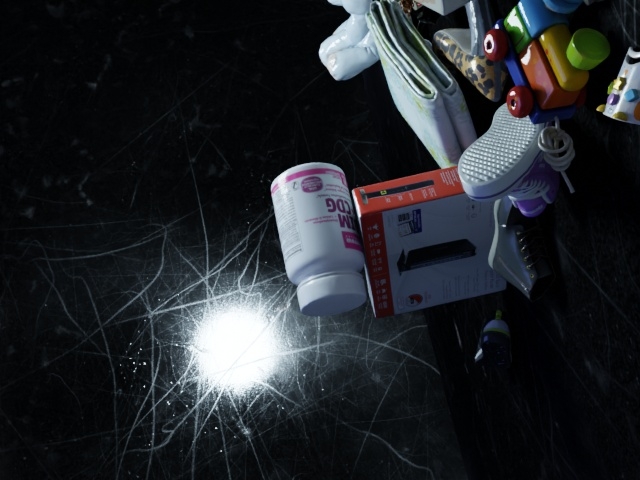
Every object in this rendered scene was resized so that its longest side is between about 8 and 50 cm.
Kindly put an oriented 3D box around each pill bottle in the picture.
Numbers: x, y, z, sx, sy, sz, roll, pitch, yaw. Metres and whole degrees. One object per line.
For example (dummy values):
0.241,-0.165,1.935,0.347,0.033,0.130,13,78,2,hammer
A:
0.000,0.000,1.521,0.160,0.160,0.283,78,180,-69,pill bottle

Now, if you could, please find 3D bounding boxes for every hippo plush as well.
0.085,-0.551,1.861,0.294,0.234,0.237,51,173,51,hippo plush

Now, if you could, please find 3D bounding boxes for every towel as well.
0.220,-0.281,1.545,0.374,0.090,0.321,52,-169,-54,towel

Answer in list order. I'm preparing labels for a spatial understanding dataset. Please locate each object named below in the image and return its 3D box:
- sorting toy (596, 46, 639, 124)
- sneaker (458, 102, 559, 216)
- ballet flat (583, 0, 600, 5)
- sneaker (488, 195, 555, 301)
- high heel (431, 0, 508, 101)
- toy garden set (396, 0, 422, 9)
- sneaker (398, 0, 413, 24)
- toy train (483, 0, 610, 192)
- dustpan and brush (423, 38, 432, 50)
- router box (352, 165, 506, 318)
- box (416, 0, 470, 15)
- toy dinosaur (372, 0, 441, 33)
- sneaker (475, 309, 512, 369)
0.338,-0.170,0.813,0.083,0.044,0.075,-104,20,-70,sorting toy
0.287,-0.088,1.067,0.282,0.102,0.161,-45,-57,-47,sneaker
0.289,-0.355,0.846,0.084,0.058,0.250,48,-154,-42,ballet flat
0.359,-0.007,1.277,0.118,0.083,0.222,51,154,44,sneaker
0.270,-0.308,1.383,0.261,0.093,0.186,115,147,-78,high heel
0.202,-0.645,1.788,0.244,0.049,0.204,50,172,49,toy garden set
0.205,-0.594,2.046,0.118,0.110,0.292,90,170,-46,sneaker
0.306,-0.200,0.924,0.143,0.105,0.248,122,133,-65,toy train
0.266,-0.367,1.828,0.147,0.060,0.211,-65,-24,-21,dustpan and brush
0.236,0.003,1.562,0.336,0.300,0.082,77,-179,-47,router box
0.148,-0.520,1.274,0.311,0.121,0.148,43,159,40,box
0.206,-0.565,1.566,0.322,0.164,0.219,51,-132,-60,toy dinosaur
0.414,0.230,1.751,0.235,0.084,0.097,80,-158,-63,sneaker
